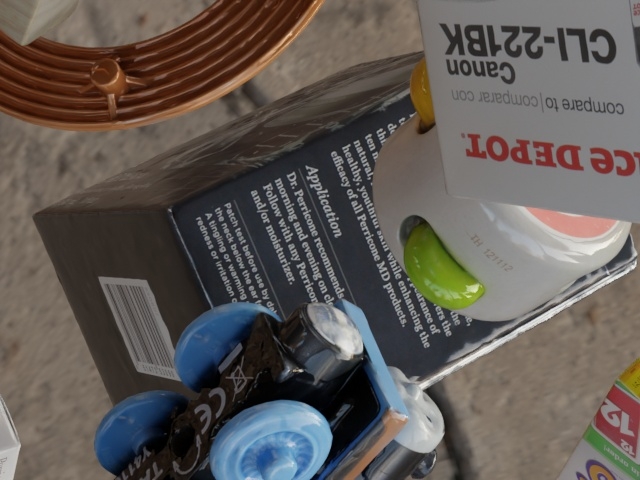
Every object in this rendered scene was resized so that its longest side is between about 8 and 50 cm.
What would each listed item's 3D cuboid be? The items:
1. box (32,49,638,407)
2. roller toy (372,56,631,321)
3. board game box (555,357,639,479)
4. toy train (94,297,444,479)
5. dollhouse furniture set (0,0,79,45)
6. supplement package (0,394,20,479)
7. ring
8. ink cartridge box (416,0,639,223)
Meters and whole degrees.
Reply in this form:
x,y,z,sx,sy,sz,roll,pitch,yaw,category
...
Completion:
x,y,z,sx,sy,sz,roll,pitch,yaw,category
0.000,0.000,1.881,0.472,0.480,0.297,-26,101,-24,box
0.154,-0.045,1.388,0.191,0.146,0.209,9,60,-34,roller toy
0.259,0.195,1.349,0.039,0.259,0.124,-39,72,-19,board game box
-0.032,0.100,0.622,0.105,0.184,0.080,27,23,-36,toy train
-0.071,-0.266,0.635,0.174,0.303,0.355,40,47,6,dollhouse furniture set
-0.441,0.195,1.511,0.293,0.177,0.175,-14,59,-26,supplement package
-0.139,-0.234,1.161,0.337,0.032,0.336,-5,69,13,ring
0.137,-0.149,0.723,0.114,0.197,0.272,-24,111,-35,ink cartridge box
